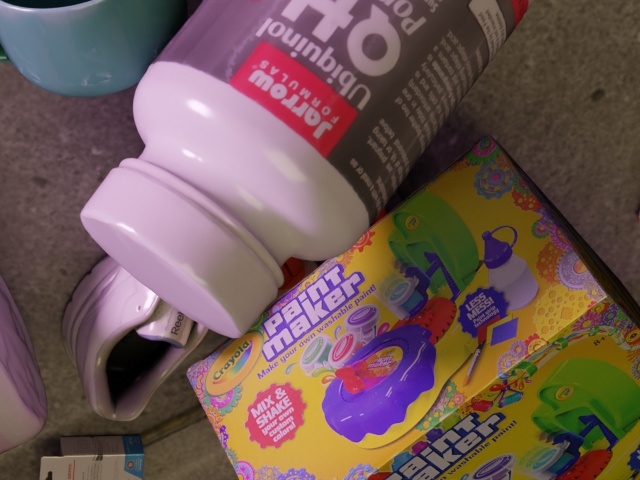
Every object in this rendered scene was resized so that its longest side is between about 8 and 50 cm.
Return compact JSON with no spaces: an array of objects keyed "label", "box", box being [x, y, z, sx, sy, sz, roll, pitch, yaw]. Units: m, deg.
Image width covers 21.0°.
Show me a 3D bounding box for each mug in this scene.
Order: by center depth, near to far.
[{"label":"mug","box":[-0.166,-0.161,1.161,0.158,0.129,0.097,12,142,23]}]

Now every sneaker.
[{"label":"sneaker","box":[-0.094,0.008,1.271,0.111,0.129,0.297,19,112,-20]}]

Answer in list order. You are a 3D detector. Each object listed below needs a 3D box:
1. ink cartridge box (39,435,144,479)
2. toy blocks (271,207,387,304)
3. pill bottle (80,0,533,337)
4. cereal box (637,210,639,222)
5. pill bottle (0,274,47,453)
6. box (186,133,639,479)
[{"label":"ink cartridge box","box":[-0.188,0.186,1.410,0.083,0.028,0.048,1,119,-14]},{"label":"toy blocks","box":[0.000,0.000,1.332,0.123,0.054,0.148,-24,123,0]},{"label":"pill bottle","box":[-0.010,-0.099,1.129,0.176,0.176,0.318,45,73,-30]},{"label":"cereal box","box":[0.367,-0.103,1.365,0.173,0.047,0.240,6,118,-17]},{"label":"pill bottle","box":[-0.364,0.119,1.246,0.301,0.169,0.169,-22,122,0]},{"label":"box","box":[0.109,0.122,1.312,0.290,0.177,0.279,-39,140,10]}]
